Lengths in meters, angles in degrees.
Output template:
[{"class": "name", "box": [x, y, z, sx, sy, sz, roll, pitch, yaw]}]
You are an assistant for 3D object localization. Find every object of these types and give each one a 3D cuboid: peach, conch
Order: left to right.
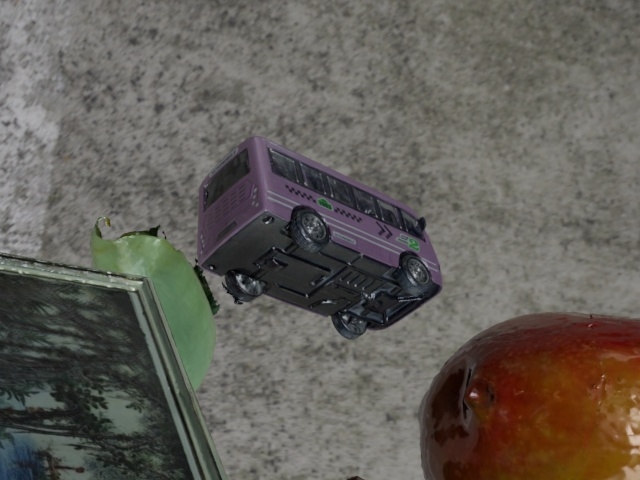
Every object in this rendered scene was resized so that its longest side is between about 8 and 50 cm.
[{"class": "conch", "box": [-0.186, 0.088, 1.209, 0.143, 0.137, 0.251, 10, 108, -2]}, {"class": "peach", "box": [0.276, 0.219, 1.121, 0.372, 0.372, 0.290, 11, 85, -26]}]

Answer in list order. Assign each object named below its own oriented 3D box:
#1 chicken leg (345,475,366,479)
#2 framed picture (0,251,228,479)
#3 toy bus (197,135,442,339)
[{"class": "chicken leg", "box": [0.075, 0.374, 1.122, 0.083, 0.322, 0.177, -35, 58, -30]}, {"class": "framed picture", "box": [-0.101, 0.055, 0.375, 0.142, 0.183, 0.011, 12, 118, -30]}, {"class": "toy bus", "box": [0.000, 0.000, 0.879, 0.199, 0.096, 0.108, 22, 44, -36]}]
